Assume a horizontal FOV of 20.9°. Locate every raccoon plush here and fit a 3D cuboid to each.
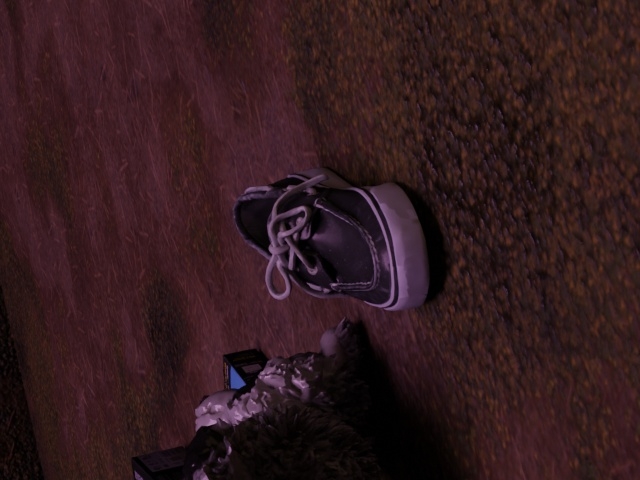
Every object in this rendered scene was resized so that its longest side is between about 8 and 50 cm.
[{"bbox_3d":[0.052,0.270,1.521,0.446,0.299,0.216,38,130,15],"label":"raccoon plush"}]

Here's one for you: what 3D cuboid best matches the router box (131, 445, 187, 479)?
[{"bbox_3d":[-0.161,0.426,2.282,0.309,0.081,0.242,-162,62,-70],"label":"router box"}]

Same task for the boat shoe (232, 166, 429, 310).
[{"bbox_3d":[-0.001,-0.004,1.511,0.306,0.105,0.113,-142,44,-64],"label":"boat shoe"}]

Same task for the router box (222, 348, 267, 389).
[{"bbox_3d":[-0.064,0.228,1.933,0.133,0.046,0.178,-137,40,-60],"label":"router box"}]
